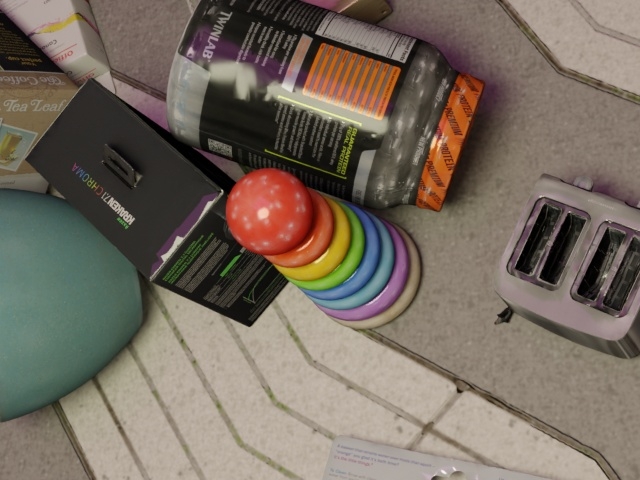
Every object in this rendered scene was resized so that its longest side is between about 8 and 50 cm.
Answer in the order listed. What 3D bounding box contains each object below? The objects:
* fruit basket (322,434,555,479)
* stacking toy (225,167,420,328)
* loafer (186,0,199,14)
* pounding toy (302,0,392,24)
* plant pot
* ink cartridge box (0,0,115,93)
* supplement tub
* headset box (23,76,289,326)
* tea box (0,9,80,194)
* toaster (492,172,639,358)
[{"bbox_3d":[0.118,0.408,1.269,0.327,0.165,0.353,7,62,24],"label":"fruit basket"},{"bbox_3d":[0.000,0.000,1.312,0.141,0.330,0.141,-6,73,20],"label":"stacking toy"},{"bbox_3d":[-0.171,-0.379,1.623,0.111,0.112,0.319,-24,62,20],"label":"loafer"},{"bbox_3d":[0.022,-0.363,1.536,0.206,0.094,0.181,-33,71,10],"label":"pounding toy"},{"bbox_3d":[-0.334,0.063,1.491,0.195,0.290,0.290,-12,66,-18],"label":"plant pot"},{"bbox_3d":[-0.376,-0.274,1.694,0.115,0.067,0.198,-27,67,13],"label":"ink cartridge box"},{"bbox_3d":[0.007,-0.163,1.394,0.338,0.207,0.207,20,83,6],"label":"supplement tub"},{"bbox_3d":[-0.181,-0.043,1.427,0.246,0.283,0.131,41,93,27],"label":"headset box"},{"bbox_3d":[-0.556,-0.192,1.561,0.323,0.329,0.220,43,121,31],"label":"tea box"},{"bbox_3d":[0.291,0.031,1.306,0.168,0.110,0.185,24,85,27],"label":"toaster"}]
